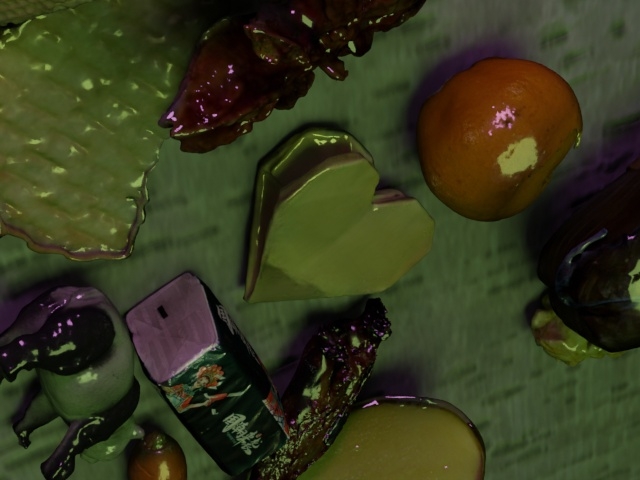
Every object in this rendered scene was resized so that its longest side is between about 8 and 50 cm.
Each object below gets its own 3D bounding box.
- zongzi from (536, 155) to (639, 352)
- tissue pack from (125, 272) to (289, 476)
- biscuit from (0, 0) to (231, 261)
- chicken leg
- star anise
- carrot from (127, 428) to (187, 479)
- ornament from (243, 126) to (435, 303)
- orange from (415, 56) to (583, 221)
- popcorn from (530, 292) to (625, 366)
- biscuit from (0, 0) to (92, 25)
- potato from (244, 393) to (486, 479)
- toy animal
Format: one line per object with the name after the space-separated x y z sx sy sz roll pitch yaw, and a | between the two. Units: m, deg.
0.400 -0.116 1.385 0.403 0.208 0.432 -12 111 -10 | zongzi
-0.100 0.125 1.284 0.090 0.103 0.170 -31 136 2 | tissue pack
-0.187 -0.105 1.084 0.187 0.036 0.273 8 120 -38 | biscuit
-0.004 0.157 1.377 0.105 0.063 0.234 17 104 -56 | chicken leg
-0.009 -0.155 1.046 0.288 0.088 0.288 -35 174 -4 | star anise
-0.171 0.294 1.402 0.062 0.066 0.271 5 124 -10 | carrot
0.000 0.000 1.280 0.180 0.059 0.201 -41 138 8 | ornament
0.157 -0.094 1.259 0.156 0.134 0.156 -46 178 -2 | orange
0.284 0.094 1.524 0.109 0.089 0.097 -16 168 -10 | popcorn
-0.147 -0.208 0.920 0.239 0.061 0.108 -8 145 26 | biscuit
0.042 0.258 1.472 0.272 0.160 0.111 -28 172 0 | potato
-0.216 0.129 1.225 0.121 0.094 0.225 -30 135 -21 | toy animal
